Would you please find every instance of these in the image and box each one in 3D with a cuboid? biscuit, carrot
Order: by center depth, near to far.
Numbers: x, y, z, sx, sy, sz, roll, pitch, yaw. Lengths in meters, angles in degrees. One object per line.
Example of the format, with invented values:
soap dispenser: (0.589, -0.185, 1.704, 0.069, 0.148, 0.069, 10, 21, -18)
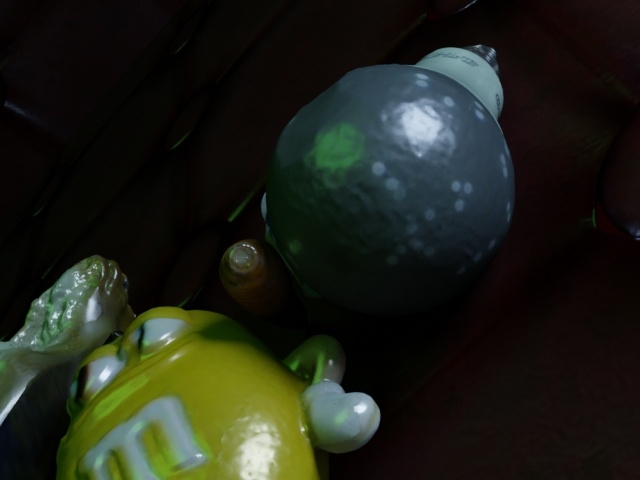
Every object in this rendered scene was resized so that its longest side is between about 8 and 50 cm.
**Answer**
carrot: (-0.036, 0.048, 0.755, 0.048, 0.048, 0.216, -57, -19, -10)
biscuit: (-0.245, 0.167, 0.806, 0.078, 0.329, 0.335, 9, 77, 21)

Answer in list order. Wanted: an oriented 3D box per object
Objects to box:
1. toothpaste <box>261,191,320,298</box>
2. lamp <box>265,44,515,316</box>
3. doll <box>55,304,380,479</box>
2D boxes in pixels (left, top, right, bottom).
toothpaste: (0.000, 0.000, 0.854, 0.266, 0.096, 0.061, -132, 39, -67)
lamp: (0.083, -0.082, 0.716, 0.182, 0.182, 0.314, -16, 31, 52)
doll: (-0.090, 0.204, 0.641, 0.423, 0.161, 0.348, 2, 50, 43)
